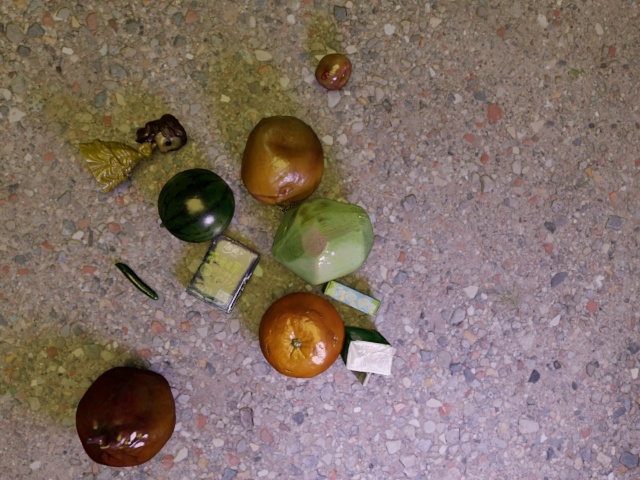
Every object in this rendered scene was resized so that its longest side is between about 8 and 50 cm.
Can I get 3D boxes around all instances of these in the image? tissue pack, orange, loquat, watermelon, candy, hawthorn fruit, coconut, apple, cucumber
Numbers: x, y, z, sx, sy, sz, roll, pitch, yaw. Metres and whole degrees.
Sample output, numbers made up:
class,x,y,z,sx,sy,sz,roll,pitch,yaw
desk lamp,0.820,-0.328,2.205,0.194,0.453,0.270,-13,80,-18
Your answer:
class,x,y,z,sx,sy,sz,roll,pitch,yaw
tissue pack,0.142,0.389,1.650,0.148,0.209,0.156,7,92,-7
orange,-0.062,0.307,1.614,0.284,0.226,0.283,0,96,2
loquat,-0.126,-0.253,1.595,0.276,0.276,0.283,-15,74,-6
watermelon,-0.395,-0.110,1.565,0.243,0.242,0.242,0,90,-7
candy,0.104,0.193,1.698,0.195,0.097,0.062,24,86,-6
hawthorn fruit,-0.591,0.542,1.516,0.309,0.325,0.307,1,88,-33
coconut,0.000,0.000,1.585,0.329,0.328,0.281,-14,127,-7
tissue pack,-0.325,0.110,1.658,0.174,0.073,0.235,28,87,-6
apple,0.045,-0.576,1.675,0.102,0.126,0.126,36,86,19
cucumber,-0.615,0.138,1.643,0.033,0.036,0.184,-44,96,3

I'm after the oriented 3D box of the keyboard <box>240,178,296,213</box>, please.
class,x,y,z,sx,sy,sz,roll,pitch,yaw
keyboard,-0.178,-0.167,1.704,0.205,0.013,0.061,34,86,-6

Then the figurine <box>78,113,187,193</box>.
class,x,y,z,sx,sy,sz,roll,pitch,yaw
figurine,-0.583,-0.292,1.587,0.316,0.168,0.187,-27,136,-14
